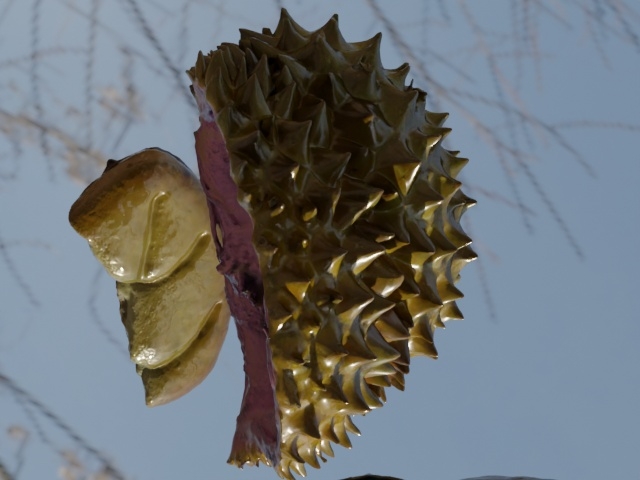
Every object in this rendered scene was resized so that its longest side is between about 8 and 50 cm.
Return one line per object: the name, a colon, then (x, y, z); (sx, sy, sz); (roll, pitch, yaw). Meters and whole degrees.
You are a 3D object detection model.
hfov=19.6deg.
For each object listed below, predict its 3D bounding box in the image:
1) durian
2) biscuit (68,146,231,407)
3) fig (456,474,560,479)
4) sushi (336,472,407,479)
durian: (0.012, -0.001, 1.076); (0.186, 0.260, 0.154); (-26, -160, -19)
biscuit: (-0.159, 0.035, 1.937); (0.154, 0.299, 0.045); (-30, -142, -17)
fig: (0.082, 0.168, 0.971); (0.103, 0.154, 0.109); (-72, 179, -48)
sushi: (0.116, 0.243, 1.416); (0.273, 0.134, 0.109); (-3, -118, 36)
